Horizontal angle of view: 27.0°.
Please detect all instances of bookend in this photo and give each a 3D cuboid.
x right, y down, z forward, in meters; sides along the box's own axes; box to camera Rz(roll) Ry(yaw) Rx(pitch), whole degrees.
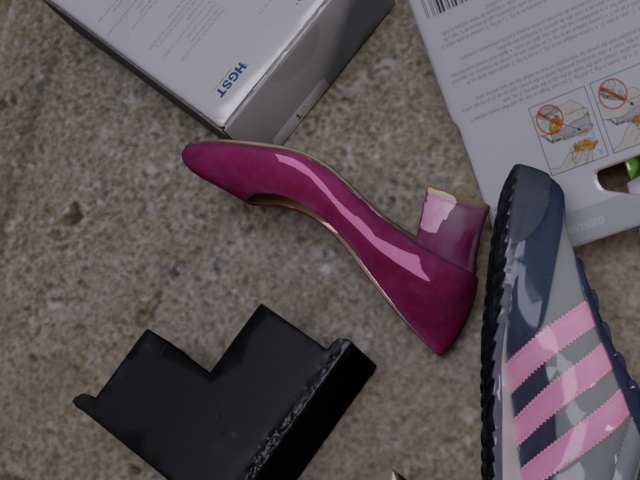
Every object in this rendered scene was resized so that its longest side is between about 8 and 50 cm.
[{"bbox_3d":[-0.071,0.108,0.994,0.157,0.072,0.156,32,83,25],"label":"bookend"}]

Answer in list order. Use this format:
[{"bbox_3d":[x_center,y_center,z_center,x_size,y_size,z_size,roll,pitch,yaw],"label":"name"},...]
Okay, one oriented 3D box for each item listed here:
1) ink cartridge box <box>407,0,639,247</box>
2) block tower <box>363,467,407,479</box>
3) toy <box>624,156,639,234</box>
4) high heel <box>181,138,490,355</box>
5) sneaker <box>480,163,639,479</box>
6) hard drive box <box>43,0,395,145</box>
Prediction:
[{"bbox_3d":[0.214,-0.134,0.937,0.275,0.060,0.238,-21,88,37],"label":"ink cartridge box"},{"bbox_3d":[0.083,0.324,0.862,0.091,0.097,0.335,-27,64,8],"label":"block tower"},{"bbox_3d":[0.330,-0.089,0.941,0.237,0.056,0.136,-16,72,18],"label":"toy"},{"bbox_3d":[0.000,0.000,0.998,0.244,0.082,0.117,16,87,7],"label":"high heel"},{"bbox_3d":[0.176,0.104,0.907,0.131,0.112,0.318,1,79,2],"label":"sneaker"},{"bbox_3d":[-0.089,-0.201,1.096,0.232,0.089,0.181,38,87,25],"label":"hard drive box"}]
